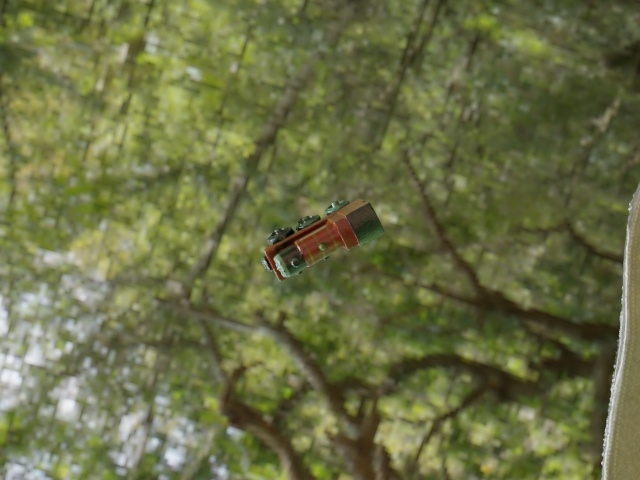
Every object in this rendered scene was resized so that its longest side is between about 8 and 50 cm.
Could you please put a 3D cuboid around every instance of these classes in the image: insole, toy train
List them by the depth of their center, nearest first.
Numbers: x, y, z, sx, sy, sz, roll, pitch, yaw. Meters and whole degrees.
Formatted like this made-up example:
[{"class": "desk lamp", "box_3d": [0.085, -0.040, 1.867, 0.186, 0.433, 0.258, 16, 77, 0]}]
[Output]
[{"class": "insole", "box_3d": [0.156, 0.028, 0.643, 0.063, 0.192, 0.010, 8, -174, -16]}, {"class": "toy train", "box_3d": [0.000, 0.000, 1.241, 0.103, 0.044, 0.064, -28, -166, -7]}]
